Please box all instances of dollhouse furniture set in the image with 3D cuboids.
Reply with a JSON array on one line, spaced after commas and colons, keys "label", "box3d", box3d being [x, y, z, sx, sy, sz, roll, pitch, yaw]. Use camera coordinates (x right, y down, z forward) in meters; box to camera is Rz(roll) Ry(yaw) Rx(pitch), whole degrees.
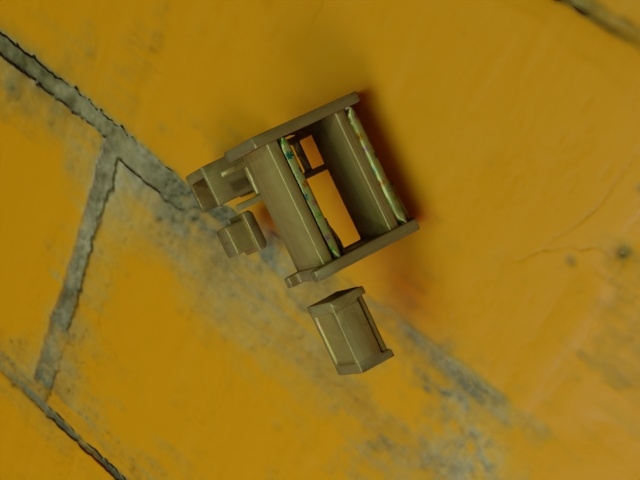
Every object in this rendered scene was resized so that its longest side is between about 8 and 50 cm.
[{"label": "dollhouse furniture set", "box3d": [0.000, 0.000, 0.960, 0.182, 0.101, 0.161, 65, 156, -4]}]
